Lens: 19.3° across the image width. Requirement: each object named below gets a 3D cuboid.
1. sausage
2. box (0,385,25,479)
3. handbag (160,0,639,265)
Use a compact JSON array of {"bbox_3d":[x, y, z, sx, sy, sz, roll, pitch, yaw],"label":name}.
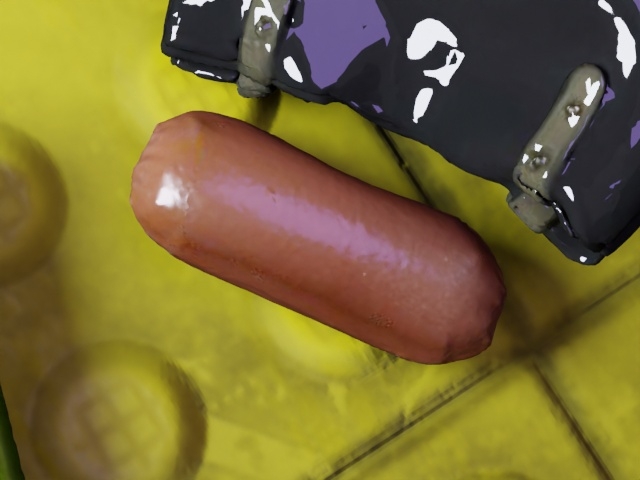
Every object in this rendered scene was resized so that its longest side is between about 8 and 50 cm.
[{"bbox_3d":[0.000,0.000,0.912,0.194,0.077,0.077,24,69,-8],"label":"sausage"},{"bbox_3d":[-0.192,0.113,0.805,0.134,0.097,0.345,-9,76,-28],"label":"box"},{"bbox_3d":[0.094,-0.159,0.929,0.342,0.152,0.288,28,79,18],"label":"handbag"}]
